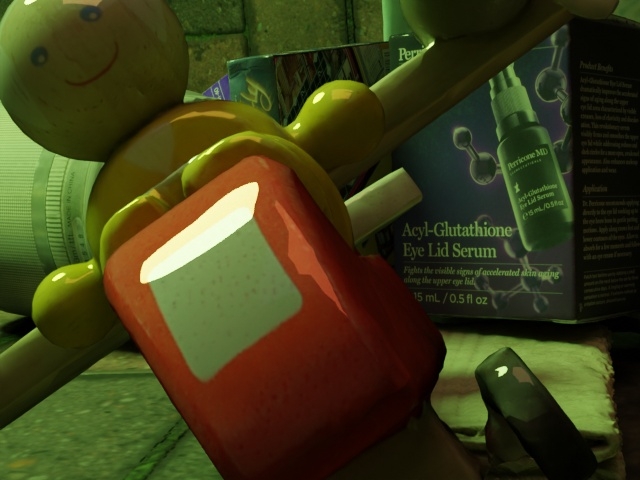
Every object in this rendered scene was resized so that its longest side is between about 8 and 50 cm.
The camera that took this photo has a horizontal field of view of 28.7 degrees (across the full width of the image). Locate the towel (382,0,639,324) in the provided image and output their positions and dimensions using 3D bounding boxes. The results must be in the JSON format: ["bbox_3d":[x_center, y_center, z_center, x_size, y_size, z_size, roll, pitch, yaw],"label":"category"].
[{"bbox_3d":[0.210,-0.114,1.003,0.320,0.375,0.090,-1,12,11],"label":"towel"}]

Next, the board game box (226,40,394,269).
[{"bbox_3d":[0.006,-0.021,0.935,0.042,0.243,0.165,1,11,33],"label":"board game box"}]

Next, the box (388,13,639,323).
[{"bbox_3d":[0.139,-0.049,0.885,0.153,0.207,0.108,-2,2,41],"label":"box"}]

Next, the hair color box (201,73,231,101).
[{"bbox_3d":[-0.107,-0.082,1.397,0.185,0.110,0.338,-14,-12,-43],"label":"hair color box"}]

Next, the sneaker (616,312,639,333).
[{"bbox_3d":[0.332,-0.001,0.887,0.282,0.153,0.099,-7,3,28],"label":"sneaker"}]

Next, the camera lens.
[{"bbox_3d":[-0.201,-0.031,1.160,0.274,0.220,0.219,4,13,39],"label":"camera lens"}]

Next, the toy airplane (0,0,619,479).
[{"bbox_3d":[-0.047,-0.015,0.603,0.384,0.272,0.386,-20,23,44],"label":"toy airplane"}]

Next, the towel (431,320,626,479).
[{"bbox_3d":[0.093,0.100,0.782,0.187,0.049,0.282,-1,9,13],"label":"towel"}]
